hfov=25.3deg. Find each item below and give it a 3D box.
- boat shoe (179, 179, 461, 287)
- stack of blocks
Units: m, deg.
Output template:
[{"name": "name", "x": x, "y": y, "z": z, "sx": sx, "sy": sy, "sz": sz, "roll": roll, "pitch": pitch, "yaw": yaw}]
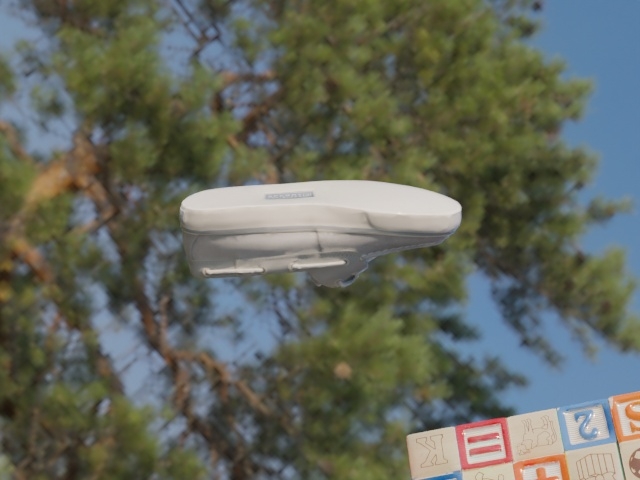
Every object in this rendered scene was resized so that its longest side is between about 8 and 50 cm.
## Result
[{"name": "boat shoe", "x": 0.000, "y": 0.000, "z": 0.938, "sx": 0.066, "sy": 0.184, "sz": 0.063, "roll": -100, "pitch": -173, "yaw": -69}, {"name": "stack of blocks", "x": 0.229, "y": 0.222, "z": 1.138, "sx": 0.087, "sy": 0.297, "sz": 0.171, "roll": 67, "pitch": 14, "yaw": -51}]
